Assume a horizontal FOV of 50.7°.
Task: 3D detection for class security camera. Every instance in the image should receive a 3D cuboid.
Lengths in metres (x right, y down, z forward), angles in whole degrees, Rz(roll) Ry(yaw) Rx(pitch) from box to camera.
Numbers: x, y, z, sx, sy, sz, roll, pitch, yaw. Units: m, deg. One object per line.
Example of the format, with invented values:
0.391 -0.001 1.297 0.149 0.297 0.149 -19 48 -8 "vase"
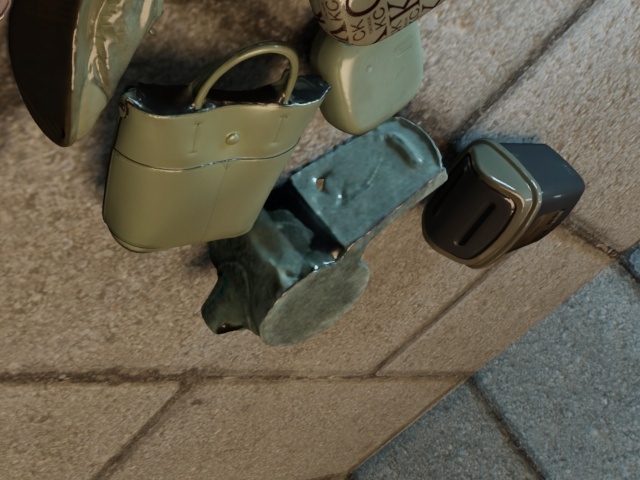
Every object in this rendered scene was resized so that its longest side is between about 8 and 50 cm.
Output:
0.044 -0.262 0.760 0.157 0.080 0.301 -37 142 -20 "security camera"

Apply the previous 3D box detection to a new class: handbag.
-0.120 -0.118 0.749 0.241 0.109 0.315 -14 151 -34 "handbag"

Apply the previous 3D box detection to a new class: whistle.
-0.007 -0.015 0.988 0.188 0.168 0.405 10 125 -52 "whistle"

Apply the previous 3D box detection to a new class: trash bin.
0.326 -0.072 1.219 0.290 0.182 0.209 -11 144 -43 "trash bin"

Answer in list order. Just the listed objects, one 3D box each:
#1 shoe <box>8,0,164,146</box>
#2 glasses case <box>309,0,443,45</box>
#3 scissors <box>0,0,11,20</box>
-0.195 -0.201 0.594 0.098 0.103 0.275 -17 150 -48 "shoe"
0.127 -0.326 0.671 0.355 0.085 0.137 -40 139 -18 "glasses case"
-0.341 -0.162 0.592 0.100 0.015 0.189 -3 140 -46 "scissors"
